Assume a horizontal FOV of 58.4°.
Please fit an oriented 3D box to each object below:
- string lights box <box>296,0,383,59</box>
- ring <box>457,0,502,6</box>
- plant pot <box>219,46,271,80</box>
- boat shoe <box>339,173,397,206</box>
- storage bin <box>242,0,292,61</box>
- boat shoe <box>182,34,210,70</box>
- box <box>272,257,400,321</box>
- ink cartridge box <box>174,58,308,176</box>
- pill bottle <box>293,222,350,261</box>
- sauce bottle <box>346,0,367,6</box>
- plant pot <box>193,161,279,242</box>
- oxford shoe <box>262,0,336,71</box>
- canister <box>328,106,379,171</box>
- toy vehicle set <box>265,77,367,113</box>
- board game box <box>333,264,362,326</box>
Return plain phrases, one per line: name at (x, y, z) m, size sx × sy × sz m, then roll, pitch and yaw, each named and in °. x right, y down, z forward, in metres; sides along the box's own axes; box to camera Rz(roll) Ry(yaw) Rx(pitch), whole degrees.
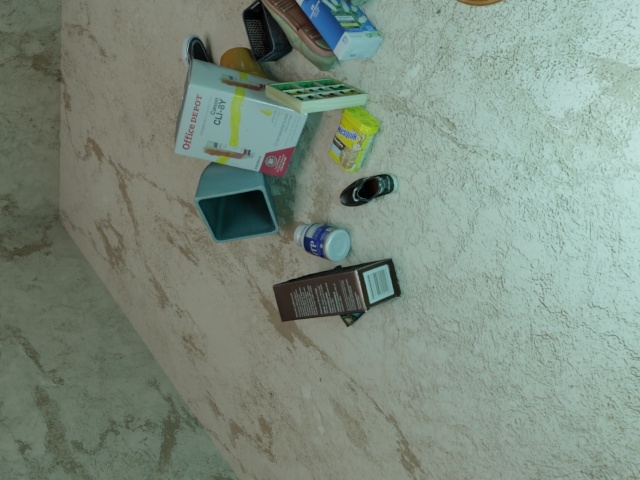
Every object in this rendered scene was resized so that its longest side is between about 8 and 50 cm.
string lights box at (0.049, -0.641, 1.650) m, size 0.259 × 0.133 × 0.076 m, roll 57°, pitch 139°, yaw 17°
ring at (0.383, -0.723, 1.325) m, size 0.337 × 0.032 × 0.336 m, roll 20°, pitch 118°, yaw 42°
plant pot at (-0.274, -0.564, 2.012) m, size 0.205 × 0.205 × 0.187 m, roll -36°, pitch 61°, yaw 48°
boat shoe at (0.131, -0.155, 1.777) m, size 0.233 × 0.079 × 0.084 m, roll -15°, pitch 93°, yaw 51°
storage bin at (-0.178, -0.704, 1.924) m, size 0.122 × 0.084 × 0.180 m, roll -12°, pitch 93°, yaw 50°
boat shoe at (-0.460, -0.651, 2.243) m, size 0.102 × 0.108 × 0.301 m, roll 14°, pitch 116°, yaw 46°
box at (0.045, 0.166, 1.864) m, size 0.381 × 0.191 × 0.143 m, roll -12°, pitch 92°, yaw 44°
ink cartridge box at (-0.268, -0.393, 1.890) m, size 0.160 × 0.385 × 0.279 m, roll -97°, pitch 25°, yaw -44°
pill bottle at (0.000, 0.000, 1.951) m, size 0.187 × 0.112 × 0.112 m, roll 16°, pitch 115°, yaw 45°
sauce bottle at (0.009, -0.800, 1.618) m, size 0.344 × 0.111 × 0.111 m, roll 44°, pitch 133°, yaw 16°
plant pot at (-0.300, -0.178, 2.088) m, size 0.247 × 0.247 × 0.252 m, roll 75°, pitch -174°, yaw -50°
oxford shoe at (-0.093, -0.686, 1.766) m, size 0.397 × 0.140 × 0.146 m, roll 54°, pitch 159°, yaw 9°
canister at (0.099, -0.312, 1.760) m, size 0.126 × 0.073 × 0.170 m, roll 47°, pitch 135°, yaw 27°
toy vehicle set at (-0.010, -0.431, 1.690) m, size 0.166 × 0.267 × 0.035 m, roll 34°, pitch 128°, yaw 35°
board game box at (0.080, 0.195, 1.996) m, size 0.186 × 0.026 × 0.126 m, roll 57°, pitch 137°, yaw 18°
